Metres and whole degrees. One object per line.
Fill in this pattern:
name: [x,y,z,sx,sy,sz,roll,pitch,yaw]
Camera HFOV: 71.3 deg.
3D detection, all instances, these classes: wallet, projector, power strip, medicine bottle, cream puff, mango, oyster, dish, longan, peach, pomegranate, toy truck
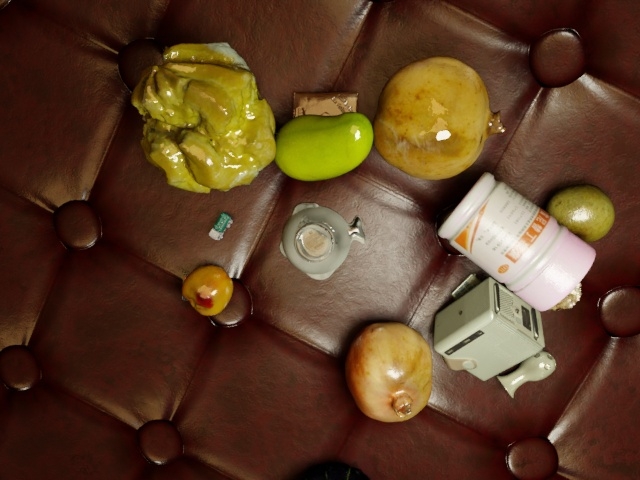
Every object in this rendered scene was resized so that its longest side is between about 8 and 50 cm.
wallet: [0.014,-0.356,1.211,0.176,0.026,0.095,2,99,5]
projector: [0.419,0.236,1.151,0.177,0.163,0.242,34,129,-9]
power strip: [0.406,0.133,1.244,0.040,0.016,0.090,42,98,-1]
medicine bottle: [0.474,0.000,1.104,0.315,0.202,0.202,38,98,10]
cream puff: [-0.305,-0.300,1.093,0.377,0.275,0.379,0,89,22]
mango: [0.005,-0.241,1.132,0.293,0.143,0.175,-7,124,36]
oyster: [0.643,0.102,1.203,0.105,0.056,0.177,-13,97,-1]
dish: [0.000,0.000,1.229,0.245,0.078,0.224,-14,94,6]
longan: [0.654,-0.058,1.136,0.154,0.145,0.176,27,96,29]
peach: [-0.310,0.135,1.247,0.138,0.138,0.138,1,97,4]
pomegranate: [0.182,0.349,1.162,0.228,0.270,0.252,5,104,-4]
toy truck: [-0.283,-0.040,1.263,0.039,0.044,0.083,34,98,3]
pomegranate: [0.266,-0.290,1.082,0.307,0.307,0.308,1,97,4]

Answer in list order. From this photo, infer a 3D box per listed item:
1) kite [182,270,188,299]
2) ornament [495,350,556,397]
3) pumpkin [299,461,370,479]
kite: [-0.373,0.146,1.312,0.122,0.004,0.090,43,98,-2]
ornament: [0.572,0.363,1.234,0.156,0.081,0.075,-38,56,9]
pumpkin: [0.049,0.787,1.260,0.295,0.296,0.296,1,97,4]
